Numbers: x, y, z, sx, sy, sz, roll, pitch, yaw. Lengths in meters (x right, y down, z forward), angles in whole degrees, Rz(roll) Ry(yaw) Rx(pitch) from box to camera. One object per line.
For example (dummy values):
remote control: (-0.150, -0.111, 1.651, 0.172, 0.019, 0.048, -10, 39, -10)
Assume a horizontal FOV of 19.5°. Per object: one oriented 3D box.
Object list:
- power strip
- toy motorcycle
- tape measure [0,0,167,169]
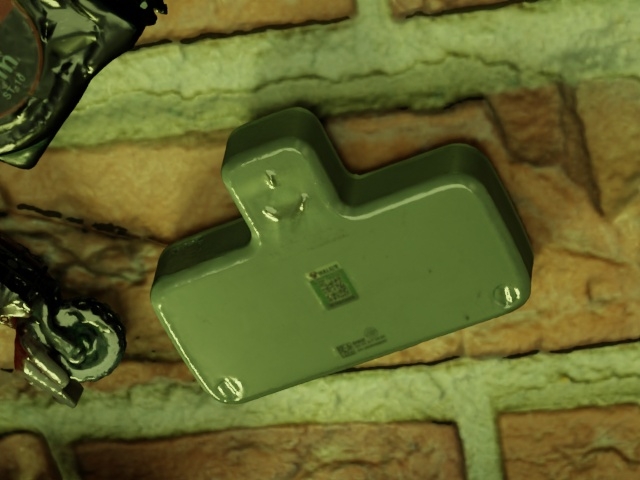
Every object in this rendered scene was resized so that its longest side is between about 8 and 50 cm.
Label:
power strip: (0.000, 0.000, 1.312, 0.265, 0.059, 0.194, -19, 118, 19)
toy motorcycle: (-0.251, 0.053, 1.370, 0.213, 0.082, 0.122, 35, 118, -9)
tape measure: (-0.227, -0.146, 1.243, 0.181, 0.107, 0.182, 38, 118, -15)
